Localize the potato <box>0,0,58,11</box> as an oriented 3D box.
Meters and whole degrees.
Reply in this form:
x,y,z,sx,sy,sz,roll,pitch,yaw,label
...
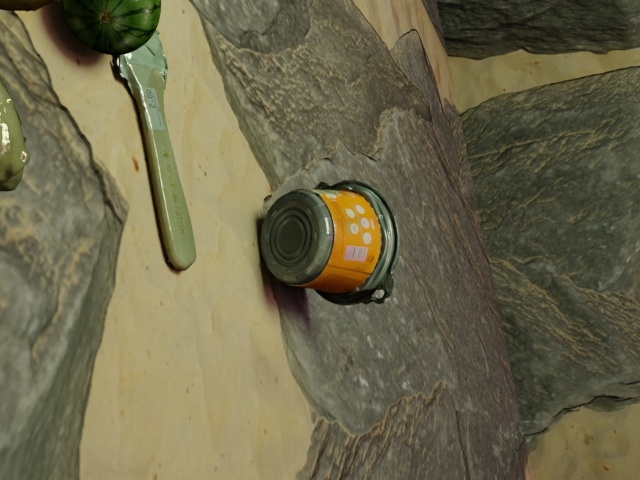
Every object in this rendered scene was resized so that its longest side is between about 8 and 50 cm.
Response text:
x,y,z,sx,sy,sz,roll,pitch,yaw,label
-0.306,-0.259,0.453,0.369,0.176,0.196,-2,85,-59,potato

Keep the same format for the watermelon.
x,y,z,sx,sy,sz,roll,pitch,yaw,label
-0.206,-0.238,0.723,0.109,0.109,0.109,39,44,-52,watermelon

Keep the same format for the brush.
x,y,z,sx,sy,sz,roll,pitch,yaw,label
-0.184,-0.131,0.806,0.085,0.020,0.337,-10,87,-65,brush

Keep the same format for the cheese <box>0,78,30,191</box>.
x,y,z,sx,sy,sz,roll,pitch,yaw,label
-0.300,-0.070,0.459,0.175,0.091,0.202,66,29,-23,cheese

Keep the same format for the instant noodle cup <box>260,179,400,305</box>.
x,y,z,sx,sy,sz,roll,pitch,yaw,label
0.000,0.000,0.977,0.125,0.208,0.178,5,116,-48,instant noodle cup
